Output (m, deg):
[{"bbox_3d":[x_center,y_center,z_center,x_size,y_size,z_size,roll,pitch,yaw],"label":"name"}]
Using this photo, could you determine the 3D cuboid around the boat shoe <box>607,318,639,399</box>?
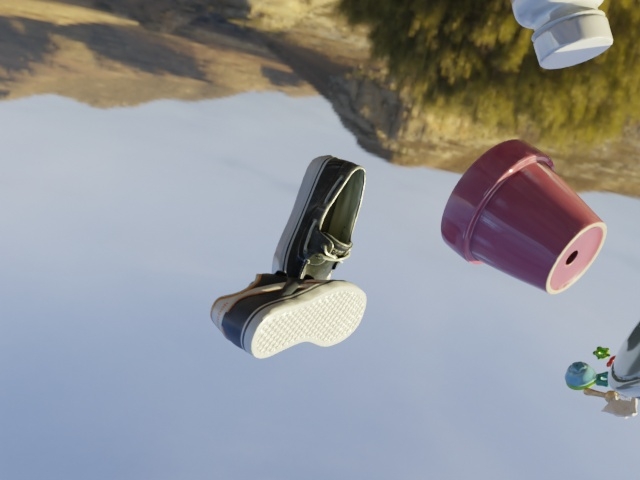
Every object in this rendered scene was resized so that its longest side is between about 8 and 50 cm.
[{"bbox_3d":[0.269,0.079,0.566,0.091,0.114,0.302,33,-178,9],"label":"boat shoe"}]

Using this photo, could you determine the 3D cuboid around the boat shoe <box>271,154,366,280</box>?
[{"bbox_3d":[0.000,0.000,1.635,0.119,0.335,0.121,11,179,44],"label":"boat shoe"}]

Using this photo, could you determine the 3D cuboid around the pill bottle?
[{"bbox_3d":[0.327,-0.367,1.207,0.131,0.229,0.131,-13,171,-2],"label":"pill bottle"}]

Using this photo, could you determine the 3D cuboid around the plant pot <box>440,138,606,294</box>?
[{"bbox_3d":[0.311,-0.022,1.279,0.201,0.201,0.180,-3,-143,-48],"label":"plant pot"}]

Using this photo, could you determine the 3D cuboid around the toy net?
[{"bbox_3d":[0.613,0.311,1.818,0.122,0.045,0.232,-24,-154,-4],"label":"toy net"}]

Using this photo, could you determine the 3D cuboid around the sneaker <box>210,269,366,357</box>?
[{"bbox_3d":[-0.050,0.114,1.483,0.127,0.126,0.321,26,-164,33],"label":"sneaker"}]
